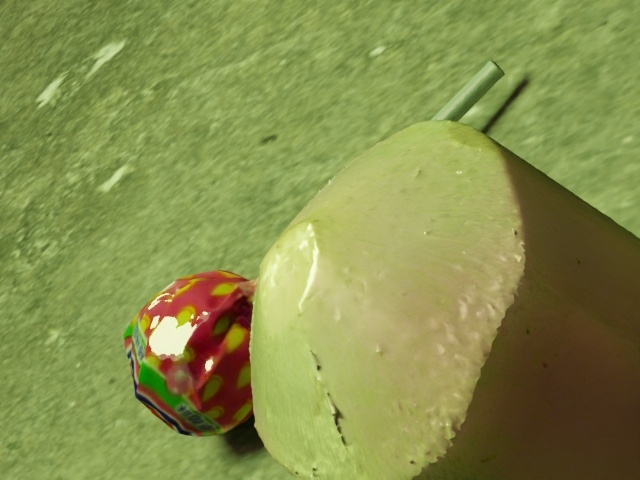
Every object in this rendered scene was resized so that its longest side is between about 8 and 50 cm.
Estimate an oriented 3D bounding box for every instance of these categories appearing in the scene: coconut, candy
[{"bbox_3d":[0.071,0.059,1.027,0.233,0.245,0.233,-39,35,35],"label":"coconut"},{"bbox_3d":[0.000,0.000,1.329,0.365,0.124,0.124,-45,33,9],"label":"candy"}]
